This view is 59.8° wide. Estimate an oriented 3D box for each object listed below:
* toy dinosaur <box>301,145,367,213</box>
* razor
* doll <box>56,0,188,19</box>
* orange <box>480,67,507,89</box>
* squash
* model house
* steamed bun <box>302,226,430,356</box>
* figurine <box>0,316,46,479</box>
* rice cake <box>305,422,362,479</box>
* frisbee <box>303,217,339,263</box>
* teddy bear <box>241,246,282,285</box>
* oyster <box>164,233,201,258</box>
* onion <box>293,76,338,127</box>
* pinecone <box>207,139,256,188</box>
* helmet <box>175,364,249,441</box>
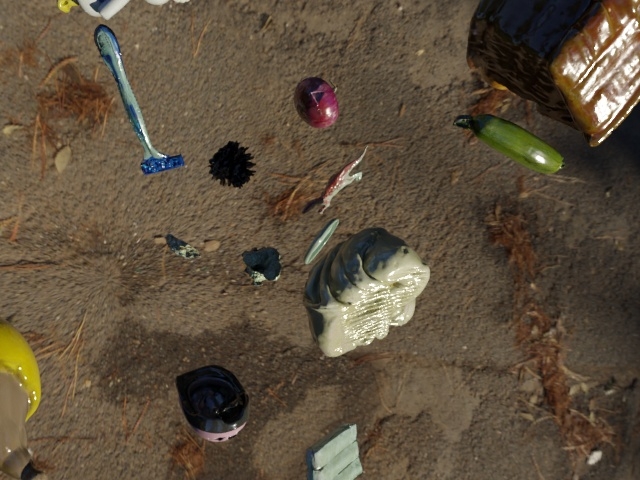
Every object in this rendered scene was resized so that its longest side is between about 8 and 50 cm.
[{"bbox_3d":[0.053,-0.176,1.623,0.053,0.242,0.167,49,33,16],"label":"toy dinosaur"},{"bbox_3d":[-0.371,-0.264,1.110,0.093,0.056,0.324,-12,131,2],"label":"razor"},{"bbox_3d":[-0.327,-0.453,0.957,0.293,0.119,0.138,-5,72,22],"label":"doll"},{"bbox_3d":[0.475,-0.455,1.397,0.154,0.154,0.134,-41,113,-18],"label":"orange"},{"bbox_3d":[0.442,-0.212,1.244,0.318,0.080,0.071,19,76,-21],"label":"squash"},{"bbox_3d":[0.313,-0.260,0.682,0.229,0.219,0.199,39,106,10],"label":"model house"},{"bbox_3d":[0.101,0.120,1.507,0.339,0.247,0.352,-21,135,-16],"label":"steamed bun"},{"bbox_3d":[-0.399,0.233,0.579,0.187,0.215,0.344,-19,66,7],"label":"figurine"},{"bbox_3d":[0.027,0.462,1.158,0.211,0.038,0.124,15,65,-63],"label":"rice cake"},{"bbox_3d":[0.000,0.000,1.100,0.014,0.110,0.110,36,74,6],"label":"frisbee"},{"bbox_3d":[-0.175,0.068,1.700,0.133,0.213,0.111,41,72,-2],"label":"teddy bear"},{"bbox_3d":[-0.407,0.017,1.671,0.100,0.098,0.037,17,108,-38],"label":"oyster"},{"bbox_3d":[-0.010,-0.466,1.887,0.153,0.177,0.177,-8,89,-10],"label":"onion"},{"bbox_3d":[-0.245,-0.207,1.563,0.121,0.140,0.140,42,73,0],"label":"pinecone"},{"bbox_3d":[-0.323,0.503,1.678,0.198,0.253,0.154,-13,113,-39],"label":"helmet"}]
